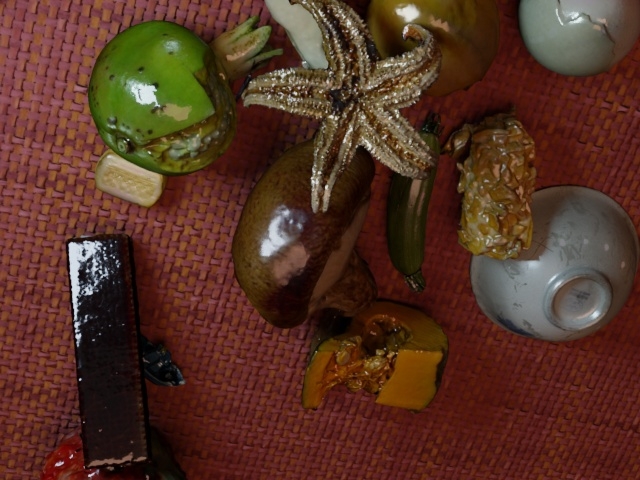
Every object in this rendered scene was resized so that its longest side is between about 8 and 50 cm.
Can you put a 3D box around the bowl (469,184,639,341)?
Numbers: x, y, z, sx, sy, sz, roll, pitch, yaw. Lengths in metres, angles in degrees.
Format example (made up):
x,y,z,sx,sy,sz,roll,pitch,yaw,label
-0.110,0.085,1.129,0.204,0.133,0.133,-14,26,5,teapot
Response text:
x,y,z,sx,sy,sz,roll,pitch,yaw,label
0.429,0.075,1.865,0.313,0.146,0.313,-3,118,-6,bowl

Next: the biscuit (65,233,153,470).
x,y,z,sx,sy,sz,roll,pitch,yaw,label
-0.346,0.182,1.754,0.107,0.073,0.388,-6,84,-5,biscuit

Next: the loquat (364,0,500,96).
x,y,z,sx,sy,sz,roll,pitch,yaw,label
0.171,-0.313,1.619,0.234,0.176,0.187,33,148,-31,loquat

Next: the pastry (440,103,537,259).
x,y,z,sx,sy,sz,roll,pitch,yaw,label
0.282,-0.096,1.769,0.102,0.154,0.250,-13,107,-34,pastry

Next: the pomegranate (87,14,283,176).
x,y,z,sx,sy,sz,roll,pitch,yaw,label
-0.202,-0.236,1.608,0.302,0.236,0.236,-43,118,-20,pomegranate

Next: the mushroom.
x,y,z,sx,sy,sz,roll,pitch,yaw,label
0.000,0.000,1.698,0.259,0.345,0.345,27,112,-1,mushroom

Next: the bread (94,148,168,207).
x,y,z,sx,sy,sz,roll,pitch,yaw,label
-0.304,-0.105,1.732,0.115,0.056,0.082,17,116,-7,bread

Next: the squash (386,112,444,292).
x,y,z,sx,sy,sz,roll,pitch,yaw,label
0.153,-0.058,1.803,0.080,0.071,0.318,9,114,10,squash

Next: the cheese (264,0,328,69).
x,y,z,sx,sy,sz,roll,pitch,yaw,label
-0.018,-0.332,1.592,0.093,0.159,0.263,-32,115,5,cheese

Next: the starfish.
x,y,z,sx,sy,sz,roll,pitch,yaw,label
0.030,-0.192,1.516,0.303,0.113,0.312,7,99,-1,starfish

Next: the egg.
x,y,z,sx,sy,sz,roll,pitch,yaw,label
0.393,-0.333,1.611,0.183,0.217,0.183,-2,114,-4,egg

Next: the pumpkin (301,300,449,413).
x,y,z,sx,sy,sz,roll,pitch,yaw,label
0.104,0.219,1.823,0.190,0.280,0.139,27,119,16,pumpkin

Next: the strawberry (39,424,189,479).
x,y,z,sx,sy,sz,roll,pitch,yaw,label
-0.383,0.469,1.882,0.310,0.292,0.292,-35,116,0,strawberry

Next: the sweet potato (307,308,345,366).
x,y,z,sx,sy,sz,roll,pitch,yaw,label
0.015,0.183,1.921,0.068,0.060,0.206,-12,127,-44,sweet potato

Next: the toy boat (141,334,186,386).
x,y,z,sx,sy,sz,roll,pitch,yaw,label
-0.292,0.212,1.892,0.061,0.060,0.137,-26,116,30,toy boat
